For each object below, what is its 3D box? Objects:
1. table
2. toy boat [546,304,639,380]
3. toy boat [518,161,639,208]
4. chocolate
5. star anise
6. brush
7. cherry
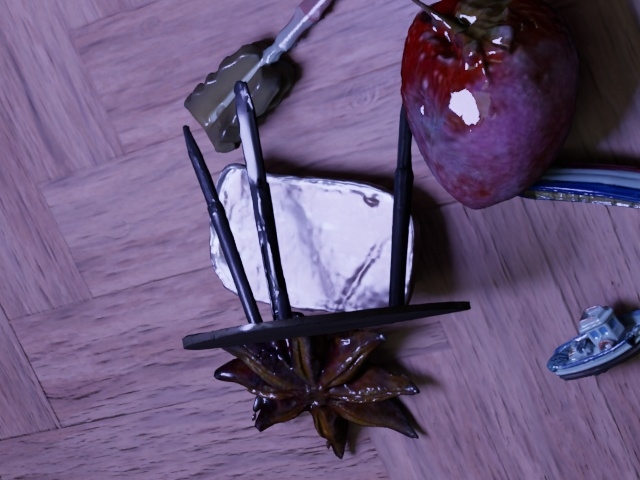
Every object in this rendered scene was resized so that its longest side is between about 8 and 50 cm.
[{"bbox_3d":[-0.028,-0.029,1.874,0.317,0.317,0.249,-12,84,37],"label":"table"},{"bbox_3d":[0.298,0.103,1.935,0.140,0.059,0.066,-26,116,37],"label":"toy boat"},{"bbox_3d":[0.307,-0.053,1.850,0.229,0.080,0.045,5,82,32],"label":"toy boat"},{"bbox_3d":[0.001,-0.002,2.062,0.254,0.080,0.156,9,102,23],"label":"chocolate"},{"bbox_3d":[0.003,0.152,2.139,0.272,0.102,0.272,9,139,7],"label":"star anise"},{"bbox_3d":[-0.045,-0.213,1.997,0.084,0.071,0.301,50,125,6],"label":"brush"},{"bbox_3d":[0.167,-0.139,1.822,0.192,0.175,0.249,23,127,33],"label":"cherry"}]
